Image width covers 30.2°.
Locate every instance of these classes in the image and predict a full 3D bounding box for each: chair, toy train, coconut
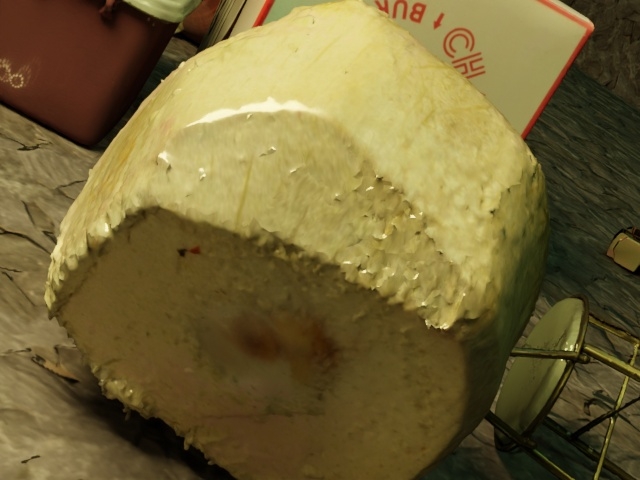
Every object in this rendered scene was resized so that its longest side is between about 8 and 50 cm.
[{"bbox_3d":[0.183,0.112,0.971,0.325,0.160,0.170,29,15,-4],"label":"chair"},{"bbox_3d":[0.479,0.013,1.780,0.087,0.050,0.138,31,19,10],"label":"toy train"},{"bbox_3d":[0.000,0.000,0.758,0.297,0.297,0.254,29,40,-7],"label":"coconut"}]

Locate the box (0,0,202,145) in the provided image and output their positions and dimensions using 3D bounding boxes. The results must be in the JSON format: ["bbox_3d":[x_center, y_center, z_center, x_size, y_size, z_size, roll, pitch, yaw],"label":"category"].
[{"bbox_3d":[-0.228,-0.223,1.155,0.193,0.167,0.294,27,20,-7],"label":"box"}]

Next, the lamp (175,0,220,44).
[{"bbox_3d":[-0.103,-0.311,1.566,0.223,0.151,0.215,17,28,-40],"label":"lamp"}]

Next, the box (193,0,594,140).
[{"bbox_3d":[0.048,-0.201,1.289,0.312,0.314,0.300,24,18,-18],"label":"box"}]

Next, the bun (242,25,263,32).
[{"bbox_3d":[-0.037,-0.072,1.076,0.231,0.133,0.231,11,68,-28],"label":"bun"}]
